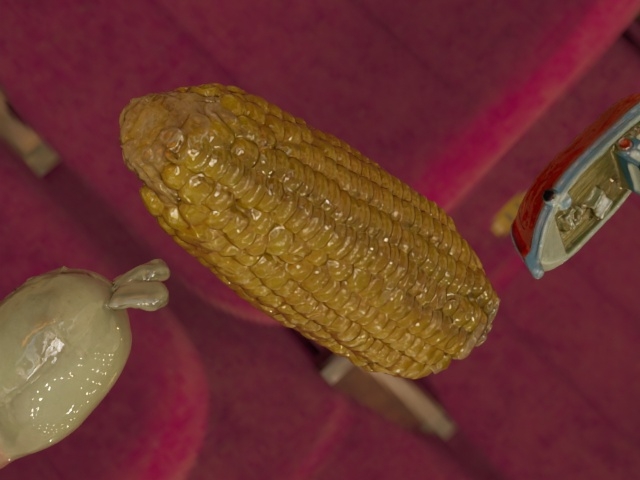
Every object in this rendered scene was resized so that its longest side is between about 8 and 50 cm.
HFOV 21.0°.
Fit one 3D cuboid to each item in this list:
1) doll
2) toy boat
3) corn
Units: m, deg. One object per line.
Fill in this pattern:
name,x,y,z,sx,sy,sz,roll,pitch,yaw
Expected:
doll,-0.221,0.105,1.207,0.275,0.113,0.155,-50,-170,9
toy boat,0.201,-0.038,1.225,0.173,0.059,0.069,-42,139,-14
corn,0.000,0.000,0.854,0.097,0.097,0.261,-48,135,9
